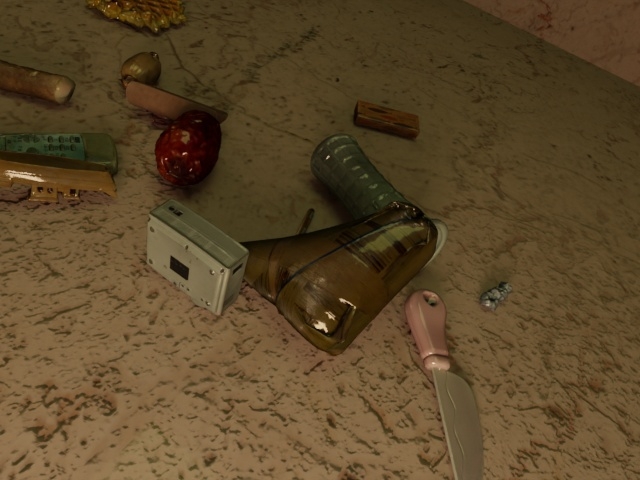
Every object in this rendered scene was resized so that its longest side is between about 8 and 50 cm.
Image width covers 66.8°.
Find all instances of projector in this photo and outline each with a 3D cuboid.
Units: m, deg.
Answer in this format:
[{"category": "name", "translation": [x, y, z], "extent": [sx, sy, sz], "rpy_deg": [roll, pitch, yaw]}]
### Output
[{"category": "projector", "translation": [-0.185, 0.027, 0.707], "extent": [0.147, 0.115, 0.061], "rpy_deg": [33, 46, 13]}]

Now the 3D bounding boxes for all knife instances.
[{"category": "knife", "translation": [0.192, 0.221, 0.730], "extent": [0.081, 0.043, 0.336], "rpy_deg": [11, 49, -21]}]

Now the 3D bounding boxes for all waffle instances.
[{"category": "waffle", "translation": [-0.491, -0.643, 1.331], "extent": [0.243, 0.059, 0.238], "rpy_deg": [22, 39, -3]}]

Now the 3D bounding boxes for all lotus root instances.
[{"category": "lotus root", "translation": [-0.398, -0.373, 1.075], "extent": [0.073, 0.062, 0.150], "rpy_deg": [36, 40, -18]}]

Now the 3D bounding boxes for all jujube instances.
[{"category": "jujube", "translation": [-0.236, -0.173, 0.894], "extent": [0.109, 0.112, 0.176], "rpy_deg": [40, 31, -19]}]

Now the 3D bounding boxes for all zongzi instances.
[{"category": "zongzi", "translation": [0.000, 0.000, 0.748], "extent": [0.289, 0.123, 0.260], "rpy_deg": [40, 79, 25]}]

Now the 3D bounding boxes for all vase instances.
[{"category": "vase", "translation": [0.093, -0.078, 0.918], "extent": [0.143, 0.143, 0.299], "rpy_deg": [-11, 48, -31]}]

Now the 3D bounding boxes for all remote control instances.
[{"category": "remote control", "translation": [-0.473, -0.147, 0.829], "extent": [0.233, 0.038, 0.098], "rpy_deg": [-7, 48, -27]}]

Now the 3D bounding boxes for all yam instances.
[{"category": "yam", "translation": [-0.631, -0.326, 0.932], "extent": [0.299, 0.066, 0.066], "rpy_deg": [14, 43, -8]}]

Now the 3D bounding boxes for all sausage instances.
[{"category": "sausage", "translation": [-0.028, -0.031, 0.905], "extent": [0.015, 0.015, 0.100], "rpy_deg": [22, 42, 0]}]

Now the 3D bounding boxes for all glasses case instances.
[{"category": "glasses case", "translation": [0.170, -0.309, 1.255], "extent": [0.170, 0.041, 0.065], "rpy_deg": [12, 54, -11]}, {"category": "glasses case", "translation": [-0.295, -0.266, 1.014], "extent": [0.193, 0.070, 0.102], "rpy_deg": [21, 14, 2]}]

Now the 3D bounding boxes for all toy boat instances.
[{"category": "toy boat", "translation": [-0.429, -0.094, 0.766], "extent": [0.206, 0.072, 0.064], "rpy_deg": [5, 27, -32]}]

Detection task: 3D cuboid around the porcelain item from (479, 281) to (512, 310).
[{"category": "porcelain item", "translation": [0.325, 0.103, 0.900], "extent": [0.083, 0.028, 0.036], "rpy_deg": [-27, 63, -38]}]
